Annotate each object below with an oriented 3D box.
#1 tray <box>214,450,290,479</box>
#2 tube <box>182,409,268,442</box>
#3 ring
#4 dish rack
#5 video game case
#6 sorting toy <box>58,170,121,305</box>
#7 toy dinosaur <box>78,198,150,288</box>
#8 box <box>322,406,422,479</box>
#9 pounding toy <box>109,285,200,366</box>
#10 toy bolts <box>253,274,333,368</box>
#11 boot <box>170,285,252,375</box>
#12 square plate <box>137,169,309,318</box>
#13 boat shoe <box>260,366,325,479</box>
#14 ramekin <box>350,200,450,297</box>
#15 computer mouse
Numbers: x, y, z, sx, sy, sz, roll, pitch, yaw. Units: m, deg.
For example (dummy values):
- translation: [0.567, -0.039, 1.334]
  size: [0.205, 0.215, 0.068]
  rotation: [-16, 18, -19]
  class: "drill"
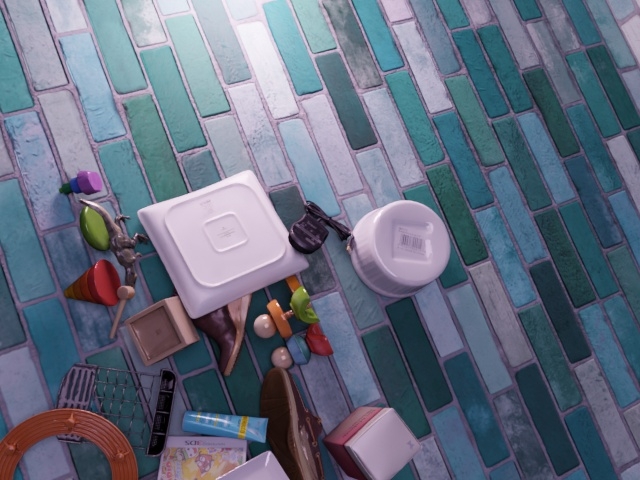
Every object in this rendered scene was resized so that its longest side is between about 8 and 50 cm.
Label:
- translation: [-0.187, 0.602, 1.476]
  size: [0.270, 0.030, 0.145]
  rotation: [-19, 58, -38]
  class: "tray"
- translation: [-0.237, 0.463, 1.616]
  size: [0.207, 0.052, 0.080]
  rotation: [7, 36, -2]
  class: "tube"
- translation: [-0.592, 0.556, 1.481]
  size: [0.337, 0.032, 0.336]
  rotation: [0, 88, -10]
  class: "ring"
- translation: [-0.499, 0.403, 1.567]
  size: [0.272, 0.074, 0.208]
  rotation: [11, 73, -13]
  class: "dish rack"
- translation: [-0.283, 0.574, 1.536]
  size: [0.207, 0.026, 0.226]
  rotation: [1, 46, -4]
  class: "video game case"
- translation: [-0.608, 0.002, 1.642]
  size: [0.126, 0.127, 0.365]
  rotation: [-15, 76, 11]
  class: "sorting toy"
- translation: [-0.507, -0.008, 1.648]
  size: [0.268, 0.064, 0.118]
  rotation: [66, 26, -18]
  class: "toy dinosaur"
- translation: [0.124, 0.514, 1.635]
  size: [0.149, 0.232, 0.126]
  rotation: [-36, 89, -22]
  class: "box"
- translation: [-0.433, 0.203, 1.625]
  size: [0.181, 0.094, 0.206]
  rotation: [-29, 84, 11]
  class: "pounding toy"
- translation: [-0.089, 0.225, 1.707]
  size: [0.159, 0.218, 0.228]
  rotation: [-26, 117, -7]
  class: "toy bolts"
- translation: [-0.298, 0.215, 1.685]
  size: [0.207, 0.090, 0.248]
  rotation: [10, 74, -1]
  class: "boot"
- translation: [-0.256, -0.010, 1.714]
  size: [0.347, 0.049, 0.344]
  rotation: [-24, 70, -23]
  class: "square plate"
- translation: [-0.058, 0.493, 1.666]
  size: [0.123, 0.123, 0.341]
  rotation: [1, 66, -46]
  class: "boat shoe"
- translation: [0.235, 0.019, 1.848]
  size: [0.277, 0.135, 0.277]
  rotation: [4, 75, -15]
  class: "ramekin"
- translation: [0.000, 0.000, 1.771]
  size: [0.184, 0.060, 0.262]
  rotation: [35, 26, -5]
  class: "computer mouse"
